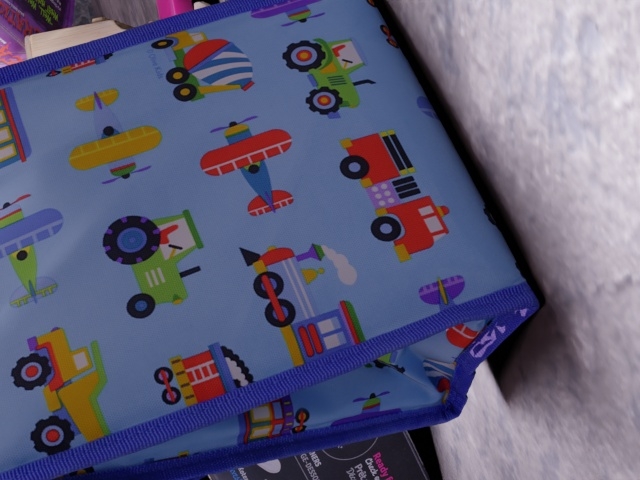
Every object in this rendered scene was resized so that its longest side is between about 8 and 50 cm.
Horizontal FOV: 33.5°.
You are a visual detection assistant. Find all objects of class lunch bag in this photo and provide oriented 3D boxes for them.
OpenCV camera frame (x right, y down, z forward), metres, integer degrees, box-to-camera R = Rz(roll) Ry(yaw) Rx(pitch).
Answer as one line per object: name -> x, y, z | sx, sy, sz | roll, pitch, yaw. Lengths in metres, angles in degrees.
lunch bag -> -0.083, 0.004, 0.524 | 0.138, 0.293, 0.221 | 109, 143, -55

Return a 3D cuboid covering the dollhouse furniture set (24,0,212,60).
dollhouse furniture set -> -0.155, -0.250, 0.869 | 0.212, 0.161, 0.242 | -9, -88, -73

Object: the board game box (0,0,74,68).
board game box -> -0.292, -0.285, 0.802 | 0.347, 0.056, 0.208 | 48, -146, -61

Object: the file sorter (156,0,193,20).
file sorter -> -0.231, -0.232, 1.099 | 0.202, 0.182, 0.291 | 152, 108, -79

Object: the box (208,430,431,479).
box -> -0.021, 0.150, 0.864 | 0.163, 0.142, 0.247 | 64, 174, -21

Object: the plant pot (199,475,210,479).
plant pot -> -0.081, 0.292, 1.357 | 0.215, 0.215, 0.230 | 63, -179, 38
